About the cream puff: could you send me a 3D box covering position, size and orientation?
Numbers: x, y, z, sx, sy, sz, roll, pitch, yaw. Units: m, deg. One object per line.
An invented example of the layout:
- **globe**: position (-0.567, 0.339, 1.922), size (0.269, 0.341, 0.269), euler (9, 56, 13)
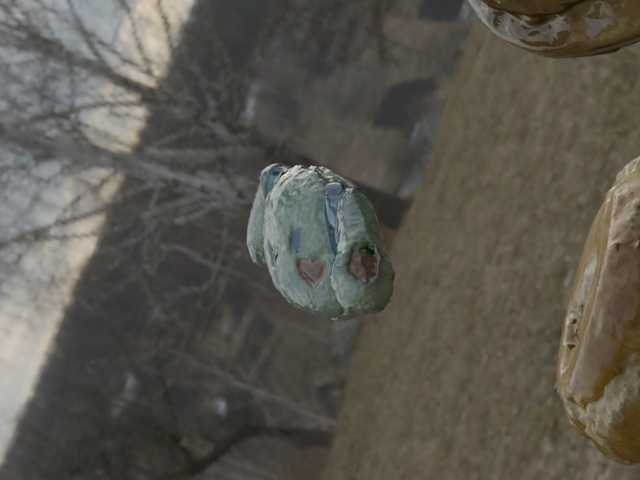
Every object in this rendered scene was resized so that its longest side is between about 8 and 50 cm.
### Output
- **cream puff**: position (0.389, 0.079, 1.427), size (0.343, 0.231, 0.327), euler (-69, -11, -51)

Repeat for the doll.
- **doll**: position (0.000, 0.000, 0.904), size (0.214, 0.071, 0.104), euler (-150, 57, -67)

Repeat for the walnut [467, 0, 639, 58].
- **walnut**: position (0.182, -0.231, 0.892), size (0.228, 0.228, 0.228), euler (-160, 90, -86)
